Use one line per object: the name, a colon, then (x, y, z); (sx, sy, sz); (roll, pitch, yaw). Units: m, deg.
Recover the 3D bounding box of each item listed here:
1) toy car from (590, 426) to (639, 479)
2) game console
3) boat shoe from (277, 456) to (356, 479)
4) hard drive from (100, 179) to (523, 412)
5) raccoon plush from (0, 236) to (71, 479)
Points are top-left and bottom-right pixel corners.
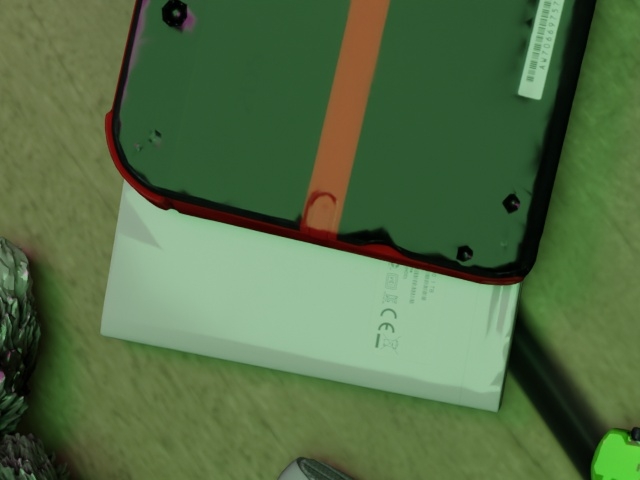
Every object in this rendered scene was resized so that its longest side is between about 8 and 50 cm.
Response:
toy car: (0.313, 0.189, 1.217); (0.225, 0.053, 0.239); (17, 94, 11)
game console: (0.031, -0.186, 1.230); (0.342, 0.060, 0.386); (13, 93, 4)
boat shoe: (0.068, 0.293, 1.242); (0.302, 0.109, 0.094); (44, 101, 4)
hard drive: (0.000, 0.000, 1.279); (0.319, 0.040, 0.210); (10, 93, 11)
raccoon plush: (-0.170, 0.233, 1.248); (0.299, 0.216, 0.446); (7, 91, 1)
